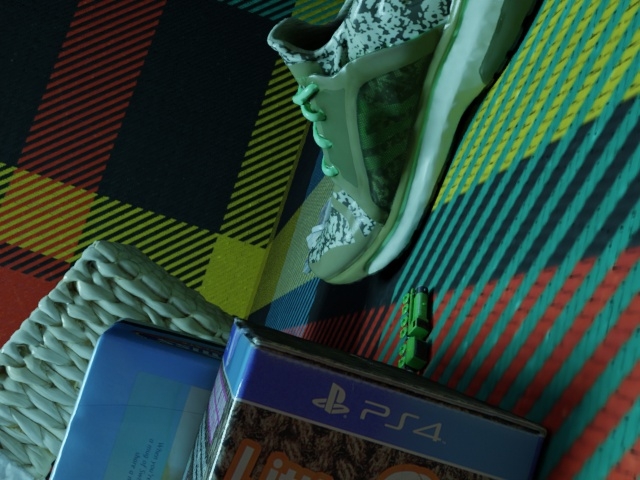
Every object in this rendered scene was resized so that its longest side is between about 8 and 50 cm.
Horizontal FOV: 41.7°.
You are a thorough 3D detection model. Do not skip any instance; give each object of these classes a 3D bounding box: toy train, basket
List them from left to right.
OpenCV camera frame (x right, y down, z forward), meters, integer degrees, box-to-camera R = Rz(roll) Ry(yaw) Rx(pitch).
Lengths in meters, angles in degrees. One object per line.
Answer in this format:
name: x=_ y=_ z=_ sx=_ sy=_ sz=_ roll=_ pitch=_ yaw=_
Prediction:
basket: x=-0.196 y=0.187 z=0.953 sx=0.266 sy=0.328 sz=0.331 roll=-54 pitch=4 yaw=-5
toy train: x=0.071 y=0.065 z=0.628 sx=0.023 sy=0.017 sz=0.083 roll=-54 pitch=16 yaw=38

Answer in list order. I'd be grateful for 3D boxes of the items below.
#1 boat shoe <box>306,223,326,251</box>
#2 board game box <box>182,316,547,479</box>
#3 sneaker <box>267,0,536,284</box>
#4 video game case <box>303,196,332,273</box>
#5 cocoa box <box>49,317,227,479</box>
boat shoe: x=0.000 y=0.000 z=1.362 sx=0.100 sy=0.035 sz=0.035 roll=134 pitch=127 yaw=-67
board game box: x=-0.022 y=0.204 z=0.466 sx=0.232 sy=0.141 sz=0.290 roll=162 pitch=126 yaw=-82
sneaker: x=0.036 y=-0.135 z=0.748 sx=0.158 sy=0.182 sz=0.410 roll=-80 pitch=11 yaw=-52
video game case: x=-0.003 y=-0.008 z=1.478 sx=0.087 sy=0.011 sz=0.122 roll=128 pitch=159 yaw=-71
cocoa box: x=-0.115 y=0.260 z=0.683 sx=0.228 sy=0.232 sz=0.346 roll=163 pitch=124 yaw=-81
